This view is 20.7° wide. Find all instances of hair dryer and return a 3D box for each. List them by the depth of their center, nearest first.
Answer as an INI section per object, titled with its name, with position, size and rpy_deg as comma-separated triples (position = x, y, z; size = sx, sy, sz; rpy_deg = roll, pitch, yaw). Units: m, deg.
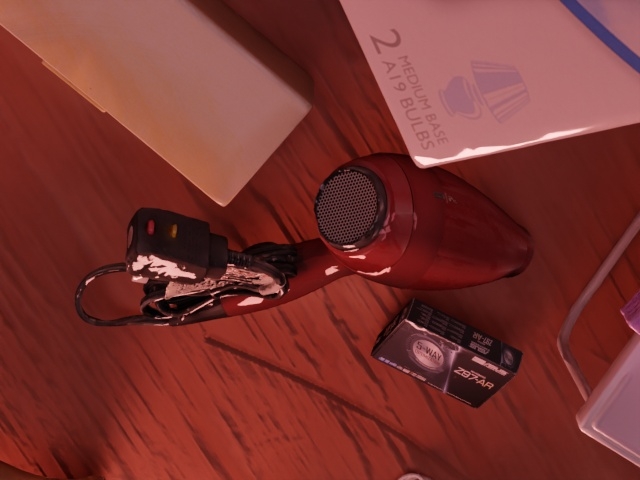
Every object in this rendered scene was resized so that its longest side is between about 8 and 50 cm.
[hair dryer]
position = 0.000, 0.000, 1.101
size = 0.293, 0.223, 0.080
rpy_deg = -1, 80, -14

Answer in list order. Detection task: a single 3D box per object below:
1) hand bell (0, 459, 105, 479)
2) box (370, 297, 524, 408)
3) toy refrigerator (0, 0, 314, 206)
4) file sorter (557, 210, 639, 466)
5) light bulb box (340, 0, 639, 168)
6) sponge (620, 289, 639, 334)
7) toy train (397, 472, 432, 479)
[hand bell]
position = -0.279, 0.147, 1.170
size = 0.242, 0.126, 0.126
rpy_deg = 32, 103, 5
[box]
position = 0.083, 0.075, 1.158
size = 0.083, 0.067, 0.018
rpy_deg = 27, 58, -7
[toy refrigerator]
position = -0.135, -0.143, 1.079
size = 0.269, 0.102, 0.094
rpy_deg = 40, 102, -10
[file sorter]
position = 0.316, 0.083, 1.100
size = 0.277, 0.173, 0.193
rpy_deg = 32, 102, -8
[light bulb box]
position = 0.169, -0.260, 0.847
size = 0.361, 0.225, 0.358
rpy_deg = -12, 112, 41
[sponge]
position = 0.286, 0.068, 0.991
size = 0.210, 0.031, 0.117
rpy_deg = 41, 99, -10
[toy train]
position = 0.028, 0.241, 1.208
size = 0.166, 0.046, 0.125
rpy_deg = -35, 102, 9
